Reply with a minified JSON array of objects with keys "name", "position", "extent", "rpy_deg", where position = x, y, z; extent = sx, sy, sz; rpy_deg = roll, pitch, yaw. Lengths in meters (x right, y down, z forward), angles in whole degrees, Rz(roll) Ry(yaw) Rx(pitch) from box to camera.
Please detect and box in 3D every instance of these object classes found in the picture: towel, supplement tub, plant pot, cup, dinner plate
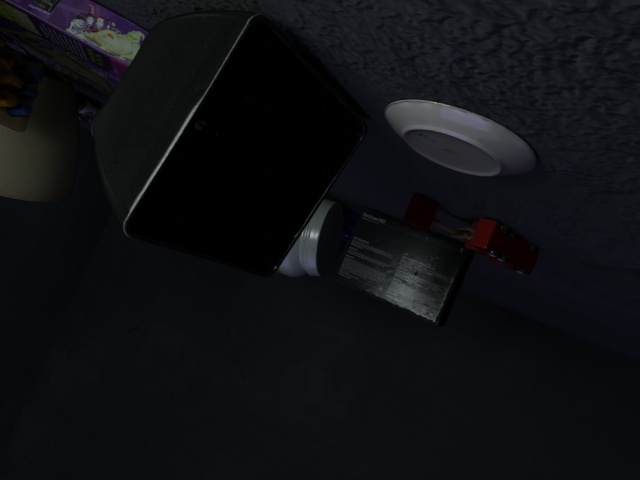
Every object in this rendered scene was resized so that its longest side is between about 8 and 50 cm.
[{"name":"towel","position":[0.052,-0.047,1.447],"extent":[0.228,0.076,0.308],"rpy_deg":[22,178,19]},{"name":"supplement tub","position":[-0.118,-0.034,1.229],"extent":[0.316,0.228,0.228],"rpy_deg":[13,175,19]},{"name":"plant pot","position":[-0.101,-0.101,0.455],"extent":[0.167,0.188,0.187],"rpy_deg":[38,-173,33]},{"name":"cup","position":[-0.653,-0.264,0.998],"extent":[0.331,0.237,0.331],"rpy_deg":[29,-167,-7]},{"name":"dinner plate","position":[0.121,-0.085,0.428],"extent":[0.141,0.017,0.141],"rpy_deg":[25,177,1]}]

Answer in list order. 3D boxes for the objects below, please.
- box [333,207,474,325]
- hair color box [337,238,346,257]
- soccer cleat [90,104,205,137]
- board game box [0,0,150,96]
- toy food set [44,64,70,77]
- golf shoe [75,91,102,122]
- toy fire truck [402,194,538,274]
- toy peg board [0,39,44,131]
[{"name":"box","position":[0.189,0.059,1.088],"extent":[0.261,0.184,0.103],"rpy_deg":[23,180,26]},{"name":"hair color box","position":[0.000,0.000,1.400],"extent":[0.141,0.072,0.043],"rpy_deg":[28,179,34]},{"name":"soccer cleat","position":[-0.370,-0.228,0.916],"extent":[0.331,0.116,0.143],"rpy_deg":[13,-177,32]},{"name":"board game box","position":[-0.332,-0.261,0.622],"extent":[0.208,0.056,0.347],"rpy_deg":[29,176,-23]},{"name":"toy food set","position":[-0.570,-0.368,0.964],"extent":[0.078,0.019,0.122],"rpy_deg":[24,-174,4]},{"name":"golf shoe","position":[-0.679,-0.369,1.383],"extent":[0.094,0.077,0.198],"rpy_deg":[24,179,-27]},{"name":"toy fire truck","position":[0.235,-0.007,0.740],"extent":[0.192,0.047,0.135],"rpy_deg":[24,179,-37]},{"name":"toy peg board","position":[-0.516,-0.281,0.768],"extent":[0.079,0.161,0.160],"rpy_deg":[7,171,24]}]
